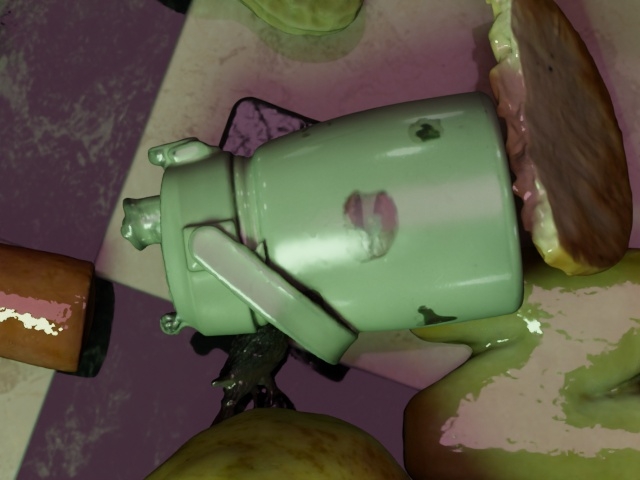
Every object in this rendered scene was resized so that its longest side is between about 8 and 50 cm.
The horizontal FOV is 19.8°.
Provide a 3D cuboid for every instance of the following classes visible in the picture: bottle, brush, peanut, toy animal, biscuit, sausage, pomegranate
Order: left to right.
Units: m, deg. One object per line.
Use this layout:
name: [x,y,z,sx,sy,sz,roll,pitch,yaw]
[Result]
sausage: [-0.347,0.051,1.770,0.259,0.113,0.114,11,83,1]
peanut: [-0.090,-0.299,1.802,0.298,0.120,0.136,22,60,5]
toy animal: [-0.057,0.108,1.776,0.105,0.070,0.202,23,72,-39]
pomegranate: [-0.046,0.311,1.646,0.342,0.342,0.343,0,83,1]
brush: [-0.011,-0.056,1.797,0.197,0.059,0.123,19,86,2]
bottle: [0.000,0.000,1.662,0.351,0.229,0.229,-10,83,0]
biscuit: [0.222,0.121,1.764,0.290,0.062,0.237,2,85,6]
biscuit: [0.229,-0.099,1.734,0.040,0.204,0.309,-22,62,31]
